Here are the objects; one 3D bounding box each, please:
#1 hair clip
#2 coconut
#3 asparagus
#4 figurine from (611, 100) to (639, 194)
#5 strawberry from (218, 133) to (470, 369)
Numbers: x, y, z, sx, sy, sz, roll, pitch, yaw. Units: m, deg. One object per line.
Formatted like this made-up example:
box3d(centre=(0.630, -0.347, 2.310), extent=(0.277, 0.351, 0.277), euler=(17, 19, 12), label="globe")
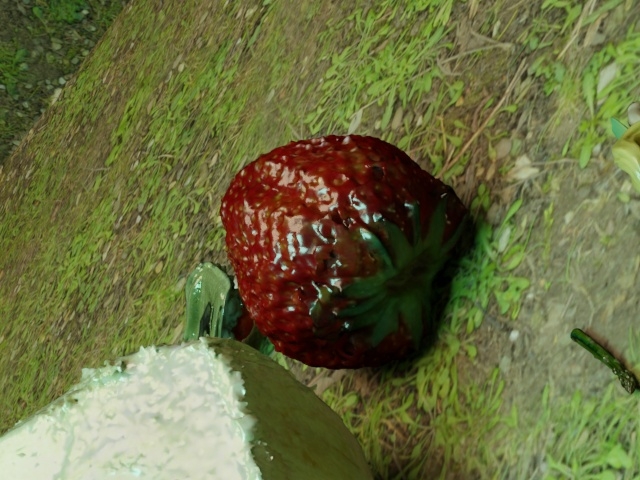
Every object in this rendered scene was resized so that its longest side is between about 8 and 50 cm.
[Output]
box3d(centre=(-0.153, 0.192, 1.853), extent=(0.138, 0.091, 0.321), euler=(40, 113, 57), label="hair clip")
box3d(centre=(-0.119, 0.312, 1.362), extent=(0.404, 0.404, 0.405), euler=(-45, 30, 35), label="coconut")
box3d(centre=(0.245, 0.103, 1.228), extent=(0.015, 0.014, 0.114), euler=(-60, 24, 9), label="asparagus")
box3d(centre=(0.293, -0.089, 1.267), extent=(0.083, 0.083, 0.187), euler=(-48, 18, 29), label="figurine")
box3d(centre=(0.000, 0.000, 1.539), extent=(0.288, 0.238, 0.250), euler=(27, 78, 42), label="strawberry")
